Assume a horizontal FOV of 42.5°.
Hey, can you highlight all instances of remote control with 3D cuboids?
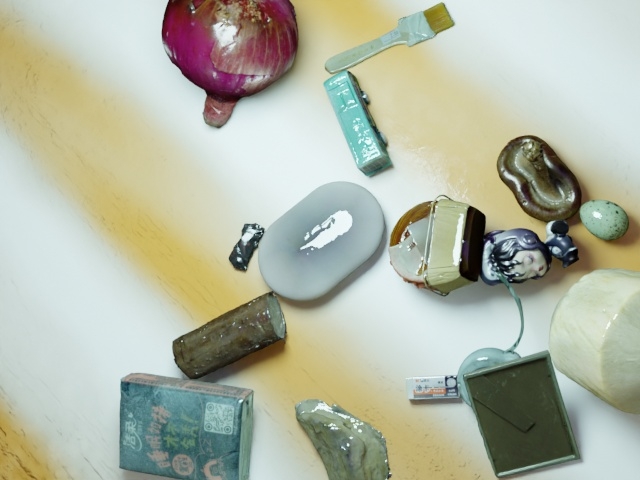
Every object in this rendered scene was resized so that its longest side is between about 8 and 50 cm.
[{"bbox_3d":[0.000,0.000,1.964,0.332,0.103,0.221,-39,73,4],"label":"remote control"}]

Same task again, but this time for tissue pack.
[{"bbox_3d":[-0.320,0.446,1.939,0.315,0.103,0.228,6,97,14],"label":"tissue pack"}]

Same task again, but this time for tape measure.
[{"bbox_3d":[0.368,0.231,1.794,0.163,0.084,0.331,-8,101,12],"label":"tape measure"}]

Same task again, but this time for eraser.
[{"bbox_3d":[0.257,0.335,1.878,0.122,0.029,0.052,-5,79,13],"label":"eraser"}]

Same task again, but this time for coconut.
[{"bbox_3d":[0.630,0.199,1.652,0.328,0.329,0.329,-3,79,13],"label":"coconut"}]

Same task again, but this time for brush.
[{"bbox_3d":[0.164,-0.498,2.058,0.336,0.020,0.086,-24,75,9],"label":"brush"}]

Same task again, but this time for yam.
[{"bbox_3d":[-0.217,0.233,1.966,0.279,0.131,0.131,-26,75,8],"label":"yam"}]

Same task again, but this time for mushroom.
[{"bbox_3d":[0.482,-0.151,1.813,0.148,0.217,0.227,-42,73,3],"label":"mushroom"}]

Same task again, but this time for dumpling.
[{"bbox_3d":[0.069,0.494,1.870,0.166,0.086,0.332,-31,78,9],"label":"dumpling"}]

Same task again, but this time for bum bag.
[{"bbox_3d":[-0.185,0.013,2.043,0.057,0.034,0.125,27,88,8],"label":"bum bag"}]

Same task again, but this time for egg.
[{"bbox_3d":[0.629,-0.047,1.827,0.110,0.085,0.085,25,86,14],"label":"egg"}]

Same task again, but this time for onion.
[{"bbox_3d":[-0.232,-0.456,2.029,0.347,0.347,0.385,26,122,17],"label":"onion"}]

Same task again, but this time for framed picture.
[{"bbox_3d":[0.432,0.378,1.770,0.192,0.018,0.266,-17,105,10],"label":"framed picture"}]

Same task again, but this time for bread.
[{"bbox_3d":[0.259,0.009,1.859,0.211,0.142,0.225,-1,72,40],"label":"bread"}]

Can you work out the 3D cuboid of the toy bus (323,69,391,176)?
[{"bbox_3d":[0.089,-0.289,1.997,0.091,0.109,0.262,-27,74,14],"label":"toy bus"}]

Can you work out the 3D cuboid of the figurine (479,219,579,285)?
[{"bbox_3d":[0.450,0.020,1.835,0.222,0.145,0.145,-20,76,10],"label":"figurine"}]
